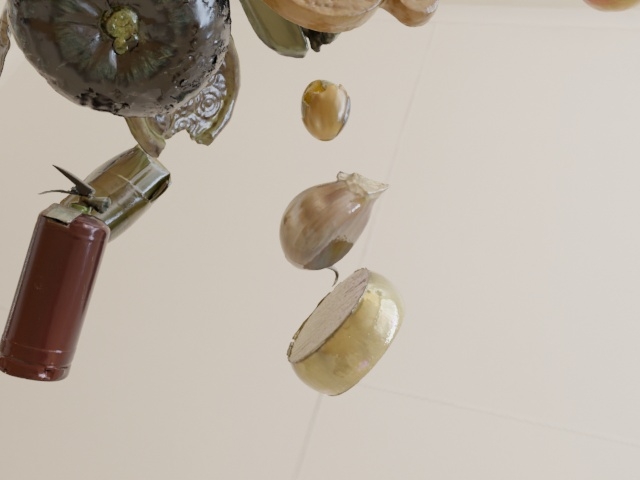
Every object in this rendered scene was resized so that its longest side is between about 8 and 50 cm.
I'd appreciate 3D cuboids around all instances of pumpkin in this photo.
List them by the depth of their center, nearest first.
[{"bbox_3d":[-0.213,-0.245,0.667,0.233,0.233,0.163,-19,-146,-3],"label":"pumpkin"}]

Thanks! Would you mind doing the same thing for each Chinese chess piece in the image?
[{"bbox_3d":[0.051,0.182,1.238,0.112,0.270,0.270,40,-116,-9],"label":"Chinese chess piece"}]

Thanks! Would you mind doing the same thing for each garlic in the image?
[{"bbox_3d":[-0.004,0.001,1.054,0.149,0.266,0.128,21,-130,-6],"label":"garlic"}]

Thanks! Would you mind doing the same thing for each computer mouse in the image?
[{"bbox_3d":[-0.085,-0.561,1.215,0.228,0.145,0.428,-26,-110,7],"label":"computer mouse"}]

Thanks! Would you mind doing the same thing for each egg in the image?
[{"bbox_3d":[0.006,-0.181,0.857,0.071,0.071,0.083,9,-96,17],"label":"egg"}]

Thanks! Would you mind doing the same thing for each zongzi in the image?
[{"bbox_3d":[-0.446,-0.061,1.209,0.289,0.123,0.260,-10,-147,53],"label":"zongzi"}]

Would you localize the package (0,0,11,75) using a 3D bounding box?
[{"bbox_3d":[-0.659,-0.419,1.256,0.154,0.030,0.239,44,-70,41],"label":"package"}]

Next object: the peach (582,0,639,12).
[{"bbox_3d":[0.614,-0.560,1.257,0.184,0.184,0.184,-5,-127,7],"label":"peach"}]

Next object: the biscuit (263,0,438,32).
[{"bbox_3d":[0.051,-0.408,0.860,0.355,0.052,0.275,-33,-93,-26],"label":"biscuit"}]

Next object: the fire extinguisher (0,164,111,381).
[{"bbox_3d":[-0.347,0.040,0.803,0.105,0.105,0.268,16,-90,21],"label":"fire extinguisher"}]

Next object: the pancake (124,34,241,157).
[{"bbox_3d":[-0.194,-0.224,0.876,0.029,0.211,0.235,23,-145,27],"label":"pancake"}]
